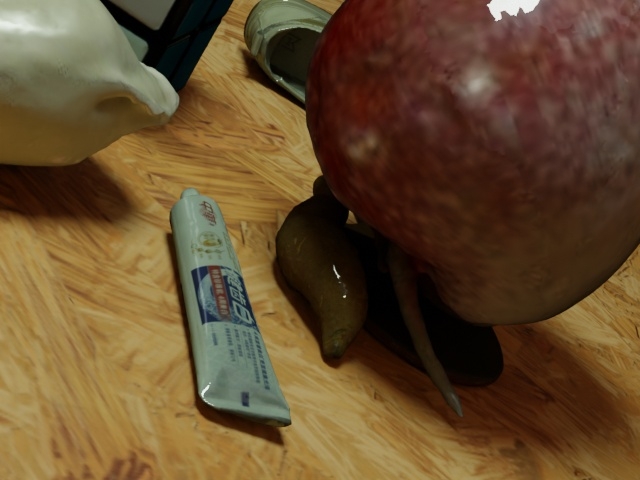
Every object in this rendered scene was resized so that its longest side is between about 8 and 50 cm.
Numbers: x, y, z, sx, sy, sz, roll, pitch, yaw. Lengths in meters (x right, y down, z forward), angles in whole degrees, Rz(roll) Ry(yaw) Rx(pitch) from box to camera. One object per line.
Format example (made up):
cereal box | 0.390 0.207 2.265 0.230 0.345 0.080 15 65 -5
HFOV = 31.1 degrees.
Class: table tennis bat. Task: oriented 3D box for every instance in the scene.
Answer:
table tennis bat | 0.065 0.019 1.002 0.173 0.022 0.301 21 26 -28

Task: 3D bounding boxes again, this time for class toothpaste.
toothpaste | -0.070 0.035 0.764 0.060 0.038 0.233 18 30 -28

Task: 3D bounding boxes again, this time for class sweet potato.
sweet potato | -0.002 -0.002 0.898 0.069 0.059 0.249 29 23 -19

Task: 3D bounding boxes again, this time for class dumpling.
dumpling | -0.213 -0.119 0.757 0.250 0.132 0.162 3 44 -27

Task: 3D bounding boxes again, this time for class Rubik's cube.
Rubik's cube | -0.176 -0.228 0.979 0.180 0.167 0.183 34 20 1

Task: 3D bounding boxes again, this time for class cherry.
cherry | 0.154 -0.088 0.893 0.335 0.326 0.291 -26 54 -20

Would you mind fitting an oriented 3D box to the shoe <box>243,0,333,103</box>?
shoe | 0.038 -0.171 1.261 0.274 0.103 0.098 25 24 -8
